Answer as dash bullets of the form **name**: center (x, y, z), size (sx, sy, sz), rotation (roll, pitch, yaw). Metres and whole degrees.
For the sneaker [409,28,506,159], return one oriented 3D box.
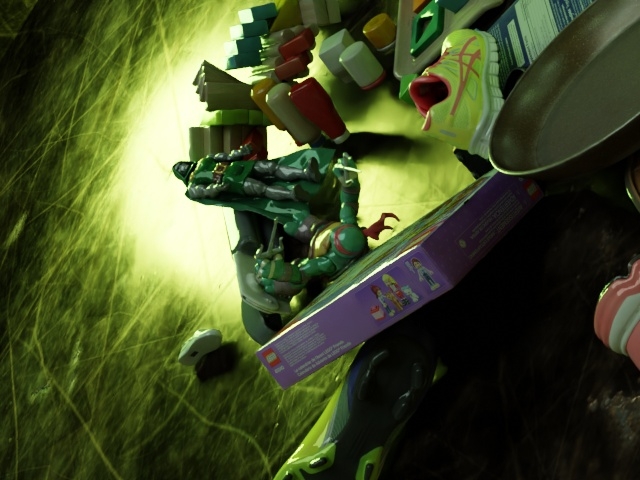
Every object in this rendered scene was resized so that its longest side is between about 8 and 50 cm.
- **sneaker**: center (0.141, -0.170, 1.671), size (0.208, 0.094, 0.081), rotation (-93, 14, -56)

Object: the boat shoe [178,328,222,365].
- **boat shoe**: center (-0.165, 0.138, 2.151), size (0.100, 0.035, 0.035), rotation (-43, 35, 49)

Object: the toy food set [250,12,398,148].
- **toy food set**: center (0.021, -0.196, 2.068), size (0.232, 0.104, 0.111), rotation (-28, 27, 25)

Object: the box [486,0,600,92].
- **box**: center (0.229, -0.212, 1.721), size (0.225, 0.036, 0.136), rotation (-46, 32, 32)

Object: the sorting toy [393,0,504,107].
- **sorting toy**: center (0.152, -0.317, 1.947), size (0.196, 0.047, 0.347), rotation (-37, 37, 44)

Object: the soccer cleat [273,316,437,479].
- **soccer cleat**: center (0.037, 0.205, 1.677), size (0.289, 0.093, 0.121), rotation (-58, 1, 21)

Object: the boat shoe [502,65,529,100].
- **boat shoe**: center (0.205, -0.120, 1.649), size (0.049, 0.042, 0.133), rotation (24, 106, 44)

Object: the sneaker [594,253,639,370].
- **sneaker**: center (0.367, 0.010, 1.221), size (0.314, 0.116, 0.136), rotation (-47, 61, 18)

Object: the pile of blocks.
- **pile of blocks**: center (-0.081, -0.236, 2.197), size (0.113, 0.149, 0.362), rotation (0, 66, 62)

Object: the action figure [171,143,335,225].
- **action figure**: center (-0.107, -0.084, 2.096), size (0.232, 0.063, 0.137), rotation (5, 50, 35)

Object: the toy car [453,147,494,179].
- **toy car**: center (0.148, -0.070, 1.719), size (0.122, 0.060, 0.040), rotation (-51, 26, 27)

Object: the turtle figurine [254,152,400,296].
- **turtle figurine**: center (0.000, 0.000, 1.865), size (0.175, 0.118, 0.234), rotation (-45, 4, -19)

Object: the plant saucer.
- **plant saucer**: center (0.290, -0.162, 1.466), size (0.310, 0.050, 0.310), rotation (-41, 17, 16)

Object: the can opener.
- **can opener**: center (-0.093, 0.024, 2.068), size (0.093, 0.074, 0.280), rotation (-57, 26, 27)

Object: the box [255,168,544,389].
- **box**: center (0.080, 0.037, 1.643), size (0.293, 0.057, 0.201), rotation (-35, 4, 46)

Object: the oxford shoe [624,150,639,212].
- **oxford shoe**: center (0.317, -0.059, 1.381), size (0.076, 0.076, 0.212), rotation (-42, 32, 29)
